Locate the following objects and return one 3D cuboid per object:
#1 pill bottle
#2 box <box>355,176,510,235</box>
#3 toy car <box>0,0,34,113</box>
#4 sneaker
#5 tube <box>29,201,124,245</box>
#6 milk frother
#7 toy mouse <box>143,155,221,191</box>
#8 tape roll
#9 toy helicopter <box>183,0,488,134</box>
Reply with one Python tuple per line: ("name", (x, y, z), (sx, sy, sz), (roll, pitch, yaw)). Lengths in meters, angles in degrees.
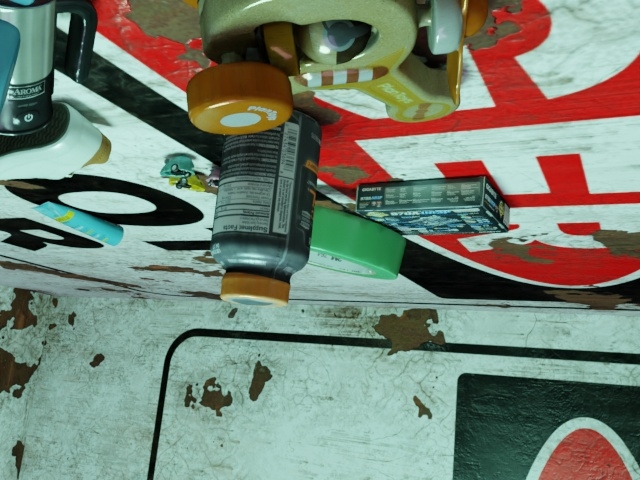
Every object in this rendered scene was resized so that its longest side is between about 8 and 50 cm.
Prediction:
("pill bottle", (-0.073, -0.039, 0.847), (0.130, 0.246, 0.130), (6, 168, 1))
("box", (0.194, -0.053, 1.111), (0.220, 0.051, 0.175), (-1, 166, 29))
("toy car", (-0.255, -0.209, 0.335), (0.219, 0.210, 0.238), (16, 152, -25))
("sneaker", (-0.437, -0.122, 0.954), (0.290, 0.106, 0.123), (-1, 163, 23))
("tube", (-0.552, -0.045, 1.496), (0.080, 0.052, 0.207), (-16, 151, 35))
("milk frother", (-0.298, -0.199, 0.607), (0.143, 0.129, 0.135), (32, 131, 7))
("toy mouse", (-0.201, -0.112, 1.067), (0.161, 0.031, 0.143), (10, 167, -18))
("tape roll", (0.000, 0.000, 1.253), (0.321, 0.077, 0.321), (13, 172, 2))
("toy helicopter", (0.055, -0.170, 0.579), (0.234, 0.140, 0.355), (-12, 171, 30))
